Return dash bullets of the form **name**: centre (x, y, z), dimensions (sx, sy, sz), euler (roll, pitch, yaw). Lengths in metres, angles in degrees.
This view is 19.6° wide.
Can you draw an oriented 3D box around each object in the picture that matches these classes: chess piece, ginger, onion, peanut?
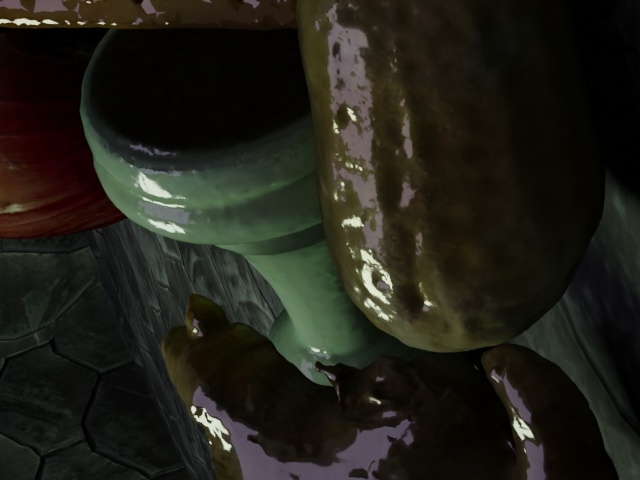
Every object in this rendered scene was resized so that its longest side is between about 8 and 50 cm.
- **chess piece**: centre (0.000, 0.000, 1.058), dimensions (0.194, 0.195, 0.299), euler (57, 172, 48)
- **ginger**: centre (0.049, 0.118, 0.922), dimensions (0.333, 0.080, 0.166), euler (15, 122, 34)
- **onion**: centre (-0.180, -0.156, 1.253), dimensions (0.341, 0.341, 0.341), euler (160, 90, -79)
- **peanut**: centre (0.056, -0.063, 0.787), dimensions (0.129, 0.129, 0.224), euler (-131, 32, -61)

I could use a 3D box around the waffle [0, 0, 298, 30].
- **waffle**: centre (-0.132, -0.219, 0.952), dimensions (0.098, 0.328, 0.224), euler (-57, -37, -51)
